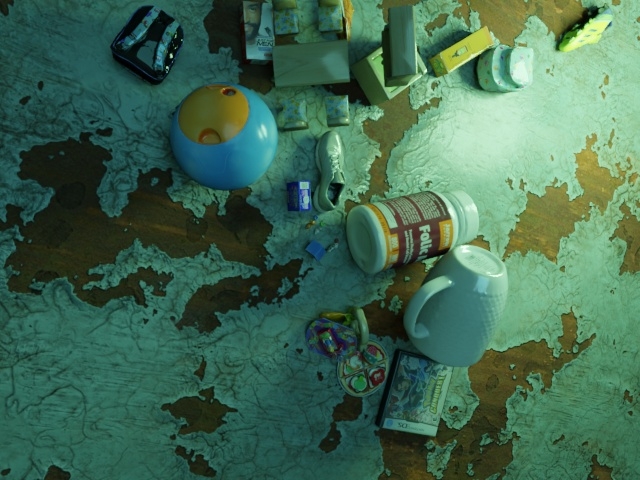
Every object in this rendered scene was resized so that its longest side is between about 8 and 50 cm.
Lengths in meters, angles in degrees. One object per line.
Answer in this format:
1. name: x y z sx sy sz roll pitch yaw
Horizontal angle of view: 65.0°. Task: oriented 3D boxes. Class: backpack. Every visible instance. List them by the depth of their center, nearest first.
1. backpack: -0.460 -0.532 1.358 0.158 0.117 0.173 30 82 -21
2. backpack: 0.667 -0.621 1.811 0.188 0.144 0.166 -3 100 -19

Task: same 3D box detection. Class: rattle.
1. rattle: 0.094 0.323 1.626 0.142 0.130 0.200 -10 94 -32

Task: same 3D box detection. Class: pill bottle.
1. pill bottle: 0.303 -0.040 1.645 0.391 0.224 0.224 -14 98 -21

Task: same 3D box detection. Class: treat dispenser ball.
1. treat dispenser ball: -0.260 -0.280 1.364 0.288 0.288 0.289 -1 93 -22

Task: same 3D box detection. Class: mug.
1. mug: 0.415 0.200 1.601 0.373 0.276 0.328 -8 128 -33

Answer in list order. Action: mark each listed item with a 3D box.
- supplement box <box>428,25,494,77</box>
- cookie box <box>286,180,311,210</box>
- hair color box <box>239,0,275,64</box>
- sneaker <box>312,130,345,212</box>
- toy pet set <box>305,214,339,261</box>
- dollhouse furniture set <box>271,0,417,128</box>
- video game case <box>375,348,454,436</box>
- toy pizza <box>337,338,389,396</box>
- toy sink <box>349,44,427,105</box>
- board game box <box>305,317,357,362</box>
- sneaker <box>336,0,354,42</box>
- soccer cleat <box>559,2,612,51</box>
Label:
1. supplement box: 0.498 -0.666 1.772 0.233 0.080 0.078 -34 104 -19
2. cookie box: -0.068 -0.137 1.549 0.040 0.107 0.092 -4 95 -23
3. hair color box: -0.189 -0.619 1.502 0.093 0.053 0.168 -6 94 -21
4. sneaker: 0.044 -0.217 1.583 0.099 0.121 0.263 1 92 -23
5. toy pet set: 0.000 0.000 1.607 0.122 0.065 0.114 46 76 -18
6. dollhouse furniture set: 0.058 -0.516 1.421 0.393 0.256 0.363 -4 98 3
7. video game case: 0.342 0.549 1.796 0.248 0.035 0.275 18 86 -22
8. toy pizza: 0.151 0.436 1.712 0.201 0.032 0.202 -1 94 -23
9. toy sink: 0.244 -0.574 1.641 0.234 0.131 0.153 -38 106 -16
10. board game box: 0.032 0.326 1.602 0.168 0.033 0.133 21 112 5
11. sneaker: 0.082 -0.718 1.605 0.067 0.064 0.175 -11 100 -32
12. soccer cleat: 1.063 -0.821 1.991 0.289 0.093 0.121 -42 114 -15
